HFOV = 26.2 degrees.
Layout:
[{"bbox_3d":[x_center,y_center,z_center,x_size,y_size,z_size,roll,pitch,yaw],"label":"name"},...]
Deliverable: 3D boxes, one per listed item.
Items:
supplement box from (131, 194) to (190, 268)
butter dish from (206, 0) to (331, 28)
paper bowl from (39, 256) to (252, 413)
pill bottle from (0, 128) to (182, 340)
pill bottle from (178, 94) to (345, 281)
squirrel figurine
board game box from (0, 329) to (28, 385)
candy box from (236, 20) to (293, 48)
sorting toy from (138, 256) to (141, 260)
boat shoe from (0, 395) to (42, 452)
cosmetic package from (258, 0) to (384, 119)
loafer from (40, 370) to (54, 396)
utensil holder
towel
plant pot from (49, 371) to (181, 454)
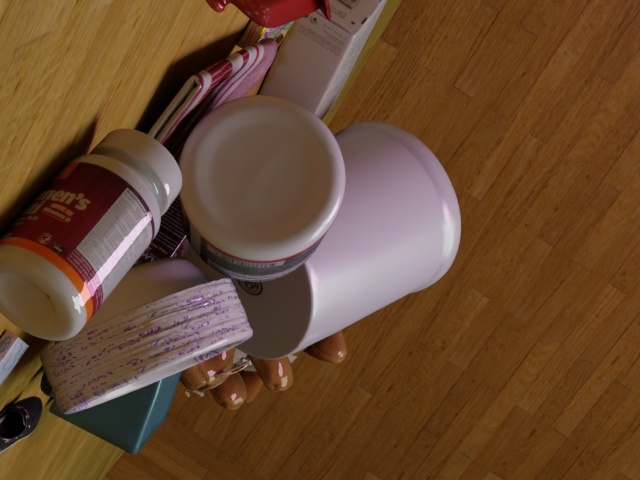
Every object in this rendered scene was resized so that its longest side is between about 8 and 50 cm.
[{"bbox_3d":[-0.210,-0.051,2.140,0.239,0.073,0.130,-57,178,-14],"label":"supplement box"},{"bbox_3d":[-0.069,-0.281,1.434,0.118,0.160,0.160,-34,178,1],"label":"butter dish"},{"bbox_3d":[-0.247,0.120,1.888,0.284,0.148,0.284,-22,174,-2],"label":"paper bowl"},{"bbox_3d":[-0.240,-0.011,1.417,0.221,0.121,0.121,-56,178,-39],"label":"pill bottle"},{"bbox_3d":[-0.086,-0.056,1.852,0.210,0.210,0.363,-57,180,-9],"label":"pill bottle"},{"bbox_3d":[-0.190,0.118,2.583,0.281,0.397,0.370,-18,169,35],"label":"squirrel figurine"},{"bbox_3d":[-0.396,0.156,1.686,0.090,0.020,0.090,-56,178,-12],"label":"board game box"},{"bbox_3d":[-0.068,-0.321,2.009,0.105,0.027,0.206,-59,177,10],"label":"candy box"},{"bbox_3d":[-0.265,-0.018,1.967,0.061,0.042,0.102,-106,-145,-72],"label":"sorting toy"},{"bbox_3d":[-0.433,0.258,1.963,0.042,0.049,0.133,-49,178,30],"label":"boat shoe"},{"bbox_3d":[-0.003,-0.319,2.365,0.160,0.113,0.309,-55,178,-40],"label":"cosmetic package"},{"bbox_3d":[-0.382,0.197,2.097,0.061,0.062,0.170,-53,179,28],"label":"loafer"},{"bbox_3d":[0.000,0.000,2.391,0.385,0.327,0.327,-27,157,-42],"label":"utensil holder"},{"bbox_3d":[-0.168,-0.149,1.806,0.237,0.037,0.329,-52,179,21],"label":"towel"},{"bbox_3d":[-0.319,0.198,2.323,0.234,0.166,0.165,-66,175,19],"label":"plant pot"}]
